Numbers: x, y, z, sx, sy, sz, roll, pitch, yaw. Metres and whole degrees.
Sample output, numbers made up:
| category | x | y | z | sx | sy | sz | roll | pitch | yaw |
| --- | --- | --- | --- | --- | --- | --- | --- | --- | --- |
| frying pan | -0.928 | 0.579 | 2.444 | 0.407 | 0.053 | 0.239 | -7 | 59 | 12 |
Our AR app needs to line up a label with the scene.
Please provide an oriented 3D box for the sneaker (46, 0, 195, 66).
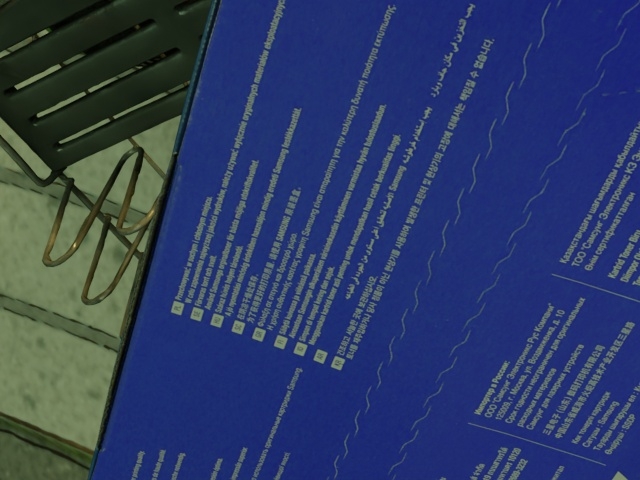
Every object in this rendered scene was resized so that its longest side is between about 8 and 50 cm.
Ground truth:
| category | x | y | z | sx | sy | sz | roll | pitch | yaw |
| --- | --- | --- | --- | --- | --- | --- | --- | --- | --- |
| sneaker | 0.035 | -0.235 | 0.464 | 0.202 | 0.185 | 0.482 | 44 | 121 | 18 |

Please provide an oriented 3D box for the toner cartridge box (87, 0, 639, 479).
| category | x | y | z | sx | sy | sz | roll | pitch | yaw |
| --- | --- | --- | --- | --- | --- | --- | --- | --- | --- |
| toner cartridge box | 0.028 | 0.025 | 0.459 | 0.165 | 0.075 | 0.347 | 20 | 134 | -2 |

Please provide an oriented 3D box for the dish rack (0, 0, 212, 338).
| category | x | y | z | sx | sy | sz | roll | pitch | yaw |
| --- | --- | --- | --- | --- | --- | --- | --- | --- | --- |
| dish rack | 0.000 | 0.000 | 0.543 | 0.208 | 0.074 | 0.271 | -21 | 125 | 30 |
